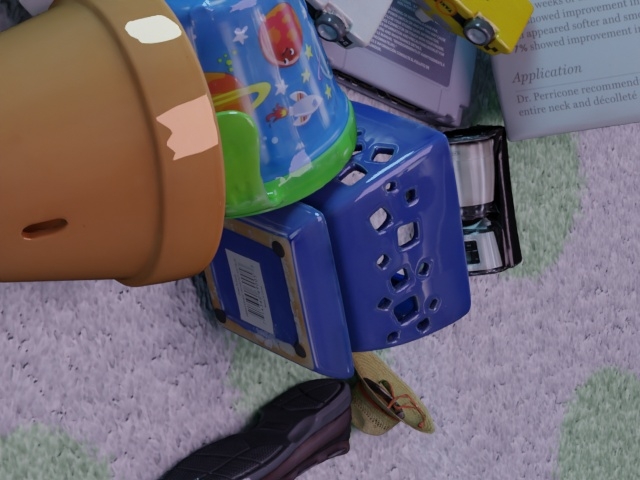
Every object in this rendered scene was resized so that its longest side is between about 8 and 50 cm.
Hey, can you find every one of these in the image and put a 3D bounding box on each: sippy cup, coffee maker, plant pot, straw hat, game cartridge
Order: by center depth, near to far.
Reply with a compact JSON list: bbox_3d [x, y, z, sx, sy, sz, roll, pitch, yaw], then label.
[{"bbox_3d":[-0.243,-0.080,1.502,0.204,0.291,0.290,-17,102,-27],"label":"plant pot"},{"bbox_3d":[-0.095,-0.177,1.624,0.240,0.305,0.224,-33,130,-26],"label":"sippy cup"},{"bbox_3d":[0.000,0.000,1.740,0.212,0.236,0.236,-33,127,-32],"label":"plant pot"},{"bbox_3d":[0.065,0.197,1.939,0.061,0.144,0.144,-44,132,14],"label":"straw hat"},{"bbox_3d":[0.083,-0.269,1.970,0.294,0.060,0.196,20,79,-43],"label":"game cartridge"},{"bbox_3d":[0.197,-0.050,2.036,0.171,0.120,0.178,-15,101,-45],"label":"coffee maker"}]

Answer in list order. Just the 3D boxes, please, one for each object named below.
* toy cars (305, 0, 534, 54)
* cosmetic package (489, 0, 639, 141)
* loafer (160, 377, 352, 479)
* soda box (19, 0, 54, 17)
[{"bbox_3d":[0.066,-0.290,1.853,0.394,0.087,0.176,-2,77,-34],"label":"toy cars"},{"bbox_3d":[0.393,-0.362,2.033,0.327,0.329,0.393,-31,112,-60],"label":"cosmetic package"},{"bbox_3d":[-0.061,0.254,1.789,0.302,0.109,0.095,-32,116,-44],"label":"loafer"},{"bbox_3d":[-0.303,-0.311,1.547,0.216,0.074,0.069,51,13,-32],"label":"soda box"}]
